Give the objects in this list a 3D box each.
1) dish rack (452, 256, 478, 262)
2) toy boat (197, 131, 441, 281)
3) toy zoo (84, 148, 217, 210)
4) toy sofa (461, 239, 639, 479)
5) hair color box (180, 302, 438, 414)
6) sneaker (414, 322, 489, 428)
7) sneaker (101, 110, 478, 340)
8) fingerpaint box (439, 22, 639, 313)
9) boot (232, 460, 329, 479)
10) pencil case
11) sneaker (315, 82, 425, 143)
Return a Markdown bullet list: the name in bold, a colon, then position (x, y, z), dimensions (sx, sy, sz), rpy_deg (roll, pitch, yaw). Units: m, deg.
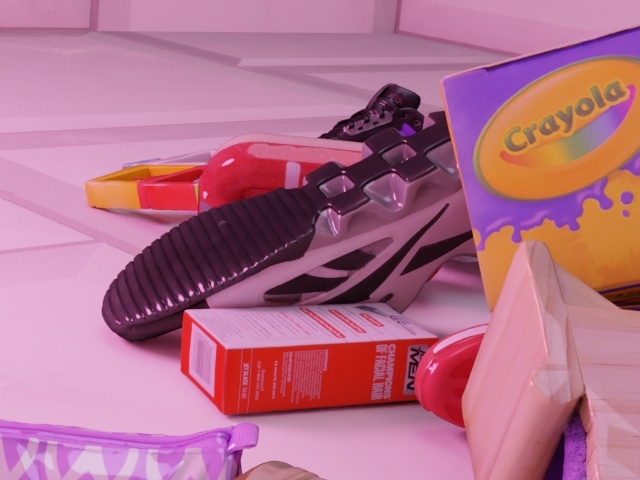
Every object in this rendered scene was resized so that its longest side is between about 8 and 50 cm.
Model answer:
- **dish rack**: position (0.190, -0.044, 1.442), dimensions (0.333, 0.072, 0.285), rpy_deg (-11, 14, -31)
- **toy boat**: position (0.000, 0.000, 1.222), dimensions (0.231, 0.151, 0.151), rpy_deg (5, 45, -1)
- **toy zoo**: position (-0.118, -0.068, 1.470), dimensions (0.293, 0.030, 0.192), rpy_deg (3, 16, 42)
- **toy sofa**: position (0.269, 0.123, 0.754), dimensions (0.363, 0.150, 0.177), rpy_deg (4, 46, -9)
- **hair color box**: position (-0.009, 0.084, 0.998), dimensions (0.167, 0.053, 0.093), rpy_deg (-2, 15, -24)
- **sneaker**: position (0.180, 0.113, 0.902), dimensions (0.221, 0.087, 0.128), rpy_deg (3, 13, -7)
- **sneaker**: position (-0.007, 0.030, 1.091), dimensions (0.331, 0.146, 0.122), rpy_deg (-22, 32, -3)
- **fingerpaint box**: position (0.351, -0.062, 0.918), dimensions (0.445, 0.163, 0.371), rpy_deg (-14, -9, 19)
- **boot**: position (0.028, 0.174, 0.579), dimensions (0.204, 0.095, 0.262), rpy_deg (11, 7, 17)
- **pencil case**: position (-0.139, 0.126, 0.712), dimensions (0.206, 0.088, 0.086), rpy_deg (6, 16, -4)
- **sneaker**: position (0.057, -0.119, 1.624), dimensions (0.293, 0.146, 0.102), rpy_deg (3, 15, -14)
